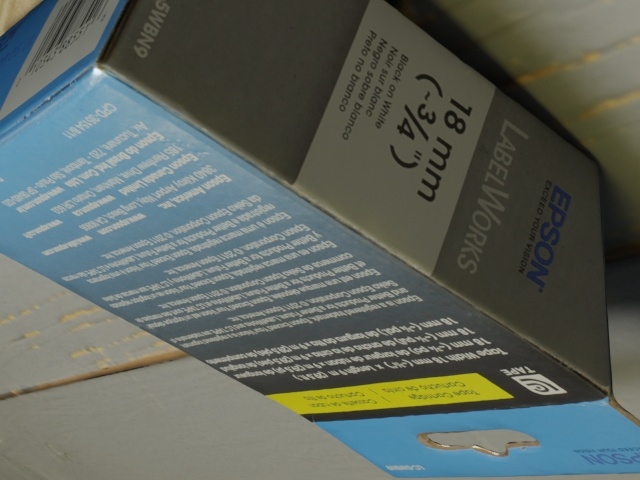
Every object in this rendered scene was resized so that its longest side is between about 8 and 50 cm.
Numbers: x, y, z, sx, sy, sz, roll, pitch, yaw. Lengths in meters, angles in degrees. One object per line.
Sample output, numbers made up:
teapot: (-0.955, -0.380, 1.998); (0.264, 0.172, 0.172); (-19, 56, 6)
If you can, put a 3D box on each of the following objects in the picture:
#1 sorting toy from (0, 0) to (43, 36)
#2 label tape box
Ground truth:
sorting toy: (-0.222, -0.149, 0.641); (0.229, 0.041, 0.307); (20, 151, 19)
label tape box: (0.000, 0.000, 0.602); (0.334, 0.105, 0.241); (33, 154, -25)
